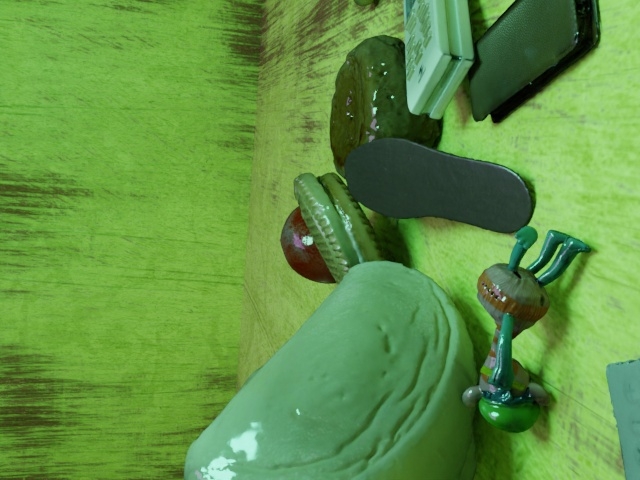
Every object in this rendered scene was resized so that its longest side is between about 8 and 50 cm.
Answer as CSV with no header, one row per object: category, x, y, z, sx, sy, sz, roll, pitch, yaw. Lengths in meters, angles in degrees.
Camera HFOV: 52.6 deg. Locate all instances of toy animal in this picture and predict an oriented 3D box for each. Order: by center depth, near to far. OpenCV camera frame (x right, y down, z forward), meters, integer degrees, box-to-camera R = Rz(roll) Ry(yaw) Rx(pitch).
toy animal,0.191,0.087,0.626,0.103,0.100,0.208,-34,-41,-66

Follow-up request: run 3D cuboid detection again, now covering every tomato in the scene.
tomato,0.000,0.000,1.250,0.167,0.167,0.167,-177,90,-75

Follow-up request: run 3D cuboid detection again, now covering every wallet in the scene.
wallet,0.219,-0.210,0.695,0.198,0.031,0.110,140,131,-69

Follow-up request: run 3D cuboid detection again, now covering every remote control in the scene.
remote control,0.149,-0.298,0.858,0.103,0.055,0.277,116,161,-54

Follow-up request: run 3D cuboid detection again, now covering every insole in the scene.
insole,0.129,-0.071,0.815,0.327,0.007,0.111,18,121,52

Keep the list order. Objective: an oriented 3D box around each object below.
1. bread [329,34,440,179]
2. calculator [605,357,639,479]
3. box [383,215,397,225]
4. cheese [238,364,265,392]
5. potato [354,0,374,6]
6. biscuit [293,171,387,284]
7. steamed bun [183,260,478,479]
bread,0.095,-0.189,0.980,0.230,0.123,0.230,-176,90,-72
calculator,0.272,0.206,0.444,0.161,0.021,0.262,130,140,-67
box,0.120,-0.078,1.068,0.058,0.015,0.093,-119,35,-60
cheese,-0.011,0.291,1.066,0.173,0.247,0.251,-12,81,39
potato,0.081,-0.500,1.184,0.092,0.070,0.138,-105,23,-50
biscuit,0.037,0.001,1.054,0.259,0.079,0.259,63,176,9
steamed bun,0.050,0.218,0.736,0.383,0.236,0.247,-46,-37,-37
